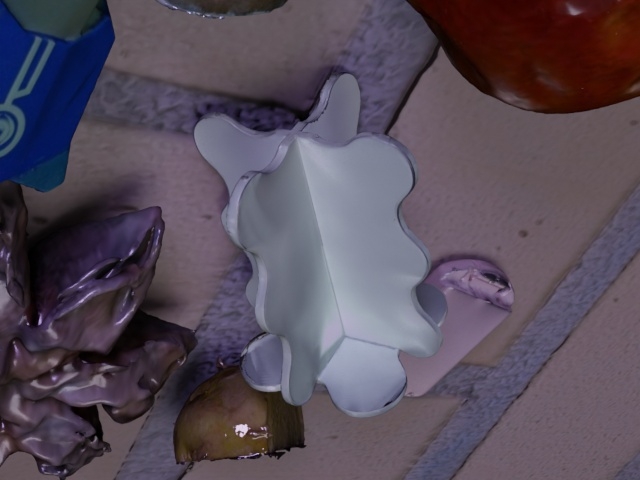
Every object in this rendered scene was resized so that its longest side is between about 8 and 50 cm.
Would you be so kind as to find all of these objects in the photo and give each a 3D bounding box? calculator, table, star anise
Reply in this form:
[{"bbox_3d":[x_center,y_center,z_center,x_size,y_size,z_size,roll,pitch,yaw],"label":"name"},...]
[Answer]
[{"bbox_3d":[0.101,0.085,0.874,0.100,0.032,0.175,23,121,-38],"label":"calculator"},{"bbox_3d":[0.000,0.000,0.665,0.167,0.166,0.198,-19,129,-6],"label":"table"},{"bbox_3d":[-0.239,0.081,0.657,0.332,0.117,0.331,-12,130,-14],"label":"star anise"}]

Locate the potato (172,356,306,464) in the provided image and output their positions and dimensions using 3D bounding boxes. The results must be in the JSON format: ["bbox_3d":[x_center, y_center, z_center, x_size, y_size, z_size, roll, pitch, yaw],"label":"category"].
[{"bbox_3d":[-0.072,0.147,0.841,0.101,0.089,0.172,-8,171,11],"label":"potato"}]

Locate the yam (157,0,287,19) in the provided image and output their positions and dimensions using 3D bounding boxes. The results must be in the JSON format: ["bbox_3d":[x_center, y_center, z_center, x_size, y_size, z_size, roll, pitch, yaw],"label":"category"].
[{"bbox_3d":[-0.018,-0.239,0.455,0.106,0.106,0.259,3,133,-26],"label":"yam"}]

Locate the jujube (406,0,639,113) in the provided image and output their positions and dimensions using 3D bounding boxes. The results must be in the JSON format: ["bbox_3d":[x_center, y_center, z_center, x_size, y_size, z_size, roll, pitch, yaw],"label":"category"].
[{"bbox_3d":[0.175,-0.214,0.491,0.318,0.223,0.223,-42,135,13],"label":"jujube"}]

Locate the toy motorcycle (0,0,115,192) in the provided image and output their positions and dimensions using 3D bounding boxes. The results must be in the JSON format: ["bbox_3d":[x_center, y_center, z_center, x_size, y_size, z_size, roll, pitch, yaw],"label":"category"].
[{"bbox_3d":[-0.229,-0.078,0.474,0.326,0.191,0.200,-28,143,-16],"label":"toy motorcycle"}]
